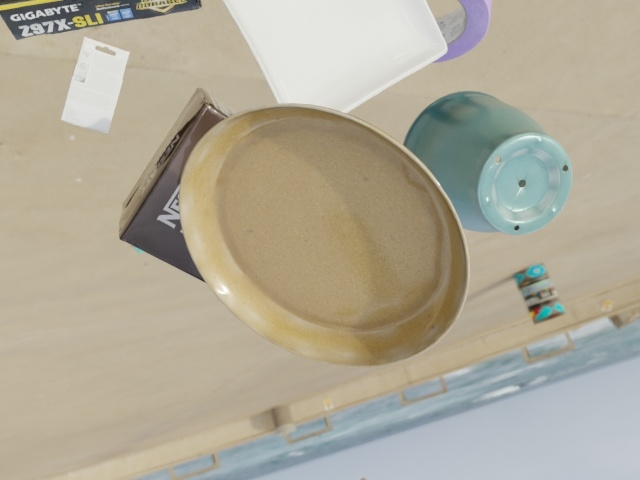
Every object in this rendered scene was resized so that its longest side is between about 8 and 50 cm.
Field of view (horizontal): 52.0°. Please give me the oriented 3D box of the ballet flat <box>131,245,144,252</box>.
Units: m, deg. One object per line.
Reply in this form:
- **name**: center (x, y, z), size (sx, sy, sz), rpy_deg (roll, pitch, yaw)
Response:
- **ballet flat**: center (-0.386, -0.084, 1.579), size (0.083, 0.247, 0.087), rpy_deg (28, 170, -36)

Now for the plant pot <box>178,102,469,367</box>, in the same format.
- **plant pot**: center (0.000, 0.000, 0.510), size (0.236, 0.236, 0.032), rpy_deg (-32, -164, 38)

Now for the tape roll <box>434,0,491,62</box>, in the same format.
- **tape roll**: center (0.209, -0.484, 1.340), size (0.275, 0.090, 0.274), rpy_deg (9, 159, 3)

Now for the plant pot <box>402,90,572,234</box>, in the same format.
- **plant pot**: center (0.319, -0.131, 1.231), size (0.272, 0.271, 0.255), rpy_deg (-15, -159, -9)

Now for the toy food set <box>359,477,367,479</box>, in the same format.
- **toy food set**: center (0.107, 0.494, 0.970), size (0.092, 0.220, 0.306), rpy_deg (-49, 172, 5)

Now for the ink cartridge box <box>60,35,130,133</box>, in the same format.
- **ink cartridge box**: center (-0.300, -0.207, 0.877), size (0.063, 0.115, 0.029), rpy_deg (15, -166, -22)

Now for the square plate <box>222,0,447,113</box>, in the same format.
- **square plate**: center (0.007, -0.389, 1.069), size (0.344, 0.347, 0.049), rpy_deg (-35, -167, -21)

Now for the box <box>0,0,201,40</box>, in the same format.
- **box**: center (-0.321, -0.450, 0.914), size (0.257, 0.321, 0.079), rpy_deg (-11, 161, -7)

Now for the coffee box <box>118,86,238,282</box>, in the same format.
- **coffee box**: center (-0.054, -0.018, 0.748), size (0.297, 0.119, 0.168), rpy_deg (30, 101, -24)
